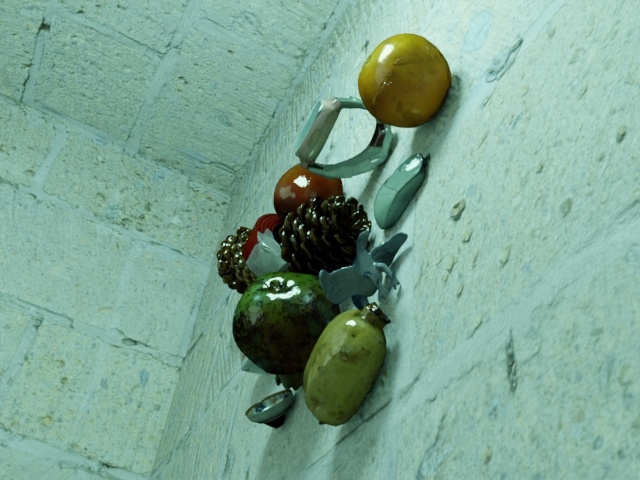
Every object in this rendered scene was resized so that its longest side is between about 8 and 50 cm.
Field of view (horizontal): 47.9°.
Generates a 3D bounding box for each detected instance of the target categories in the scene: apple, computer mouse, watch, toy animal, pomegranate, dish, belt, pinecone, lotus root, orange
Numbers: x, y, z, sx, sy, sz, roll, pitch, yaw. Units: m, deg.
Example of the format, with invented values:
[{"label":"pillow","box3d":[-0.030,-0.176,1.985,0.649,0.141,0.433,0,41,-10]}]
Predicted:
[{"label":"apple","box3d":[-0.038,-0.136,2.267,0.234,0.234,0.234,-57,18,30]},{"label":"computer mouse","box3d":[0.188,-0.130,1.775,0.229,0.068,0.113,-60,18,22]},{"label":"watch","box3d":[0.076,-0.288,2.060,0.253,0.241,0.161,-60,13,15]},{"label":"toy animal","box3d":[0.093,0.078,1.633,0.176,0.239,0.255,22,133,48]},{"label":"pomegranate","box3d":[-0.081,0.250,1.843,0.285,0.285,0.340,-90,-4,-56]},{"label":"dish","box3d":[-0.124,0.468,1.938,0.141,0.078,0.141,-26,3,1]},{"label":"belt","box3d":[-0.127,0.030,2.262,0.115,0.227,0.324,-62,-1,22]},{"label":"pinecone","box3d":[-0.269,0.084,2.657,0.264,0.264,0.264,-57,18,30]},{"label":"lotus root","box3d":[0.054,0.256,1.517,0.284,0.146,0.160,-60,34,11]},{"label":"pinecone","box3d":[0.016,-0.012,1.916,0.272,0.224,0.224,-28,36,35]},{"label":"orange","box3d":[0.213,-0.401,1.819,0.240,0.240,0.240,-57,18,30]}]

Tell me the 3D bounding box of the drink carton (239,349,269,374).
[{"label":"drink carton","box3d":[-0.141,0.268,2.191,0.315,0.107,0.130,-56,29,35]}]
